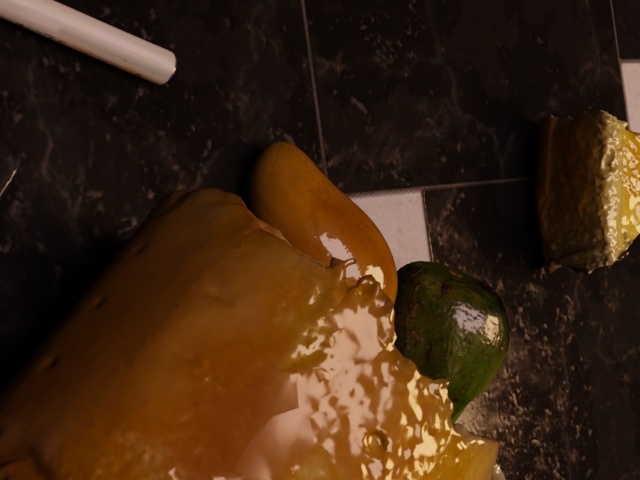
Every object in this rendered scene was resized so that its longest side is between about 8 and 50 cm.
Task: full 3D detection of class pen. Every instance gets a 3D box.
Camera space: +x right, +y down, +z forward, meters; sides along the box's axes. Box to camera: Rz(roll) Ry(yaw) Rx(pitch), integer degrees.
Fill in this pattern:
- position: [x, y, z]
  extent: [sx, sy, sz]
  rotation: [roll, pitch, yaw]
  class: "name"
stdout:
- position: [-0.220, -0.175, 1.094]
  extent: [0.269, 0.033, 0.033]
  rotation: [20, 71, -40]
  class: "pen"

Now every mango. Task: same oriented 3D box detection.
- position: [0.000, 0.000, 1.241]
  extent: [0.102, 0.085, 0.184]
  rotation: [-41, 106, -40]
  class: "mango"

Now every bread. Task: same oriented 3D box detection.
- position: [-0.061, 0.195, 1.015]
  extent: [0.361, 0.250, 0.394]
  rotation: [47, 55, -15]
  class: "bread"
- position: [0.313, -0.040, 1.500]
  extent: [0.160, 0.140, 0.169]
  rotation: [8, 83, -31]
  class: "bread"

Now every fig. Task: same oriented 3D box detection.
- position: [0.104, 0.102, 1.315]
  extent: [0.123, 0.123, 0.156]
  rotation: [4, 110, -43]
  class: "fig"

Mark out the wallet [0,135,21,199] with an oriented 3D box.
- position: [-0.392, -0.096, 0.903]
  extent: [0.406, 0.062, 0.228]
  rotation: [46, 56, -30]
  class: "wallet"
